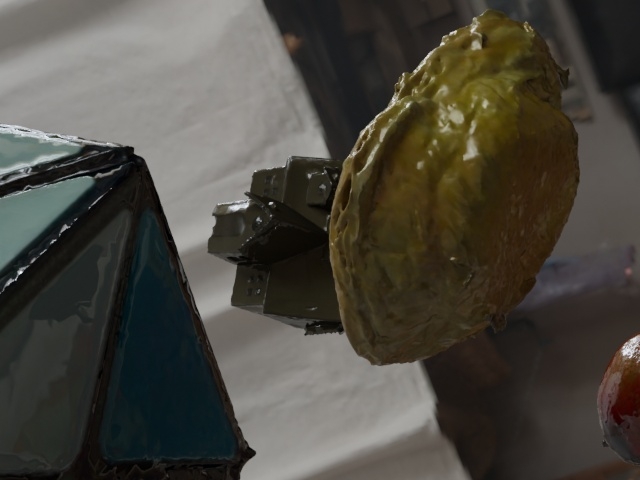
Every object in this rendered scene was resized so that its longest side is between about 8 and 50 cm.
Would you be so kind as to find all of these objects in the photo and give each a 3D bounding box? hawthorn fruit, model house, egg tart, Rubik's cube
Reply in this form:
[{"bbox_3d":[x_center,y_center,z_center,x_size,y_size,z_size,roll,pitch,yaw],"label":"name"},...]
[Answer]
[{"bbox_3d":[0.182,0.085,0.694,0.077,0.077,0.077,-21,-90,-83],"label":"hawthorn fruit"},{"bbox_3d":[0.000,0.000,1.658,0.204,0.243,0.211,17,-104,-39],"label":"model house"},{"bbox_3d":[0.152,-0.022,1.315,0.153,0.351,0.339,23,139,36],"label":"egg tart"},{"bbox_3d":[-0.218,0.096,0.686,0.246,0.250,0.248,-53,-37,-40],"label":"Rubik's cube"}]
